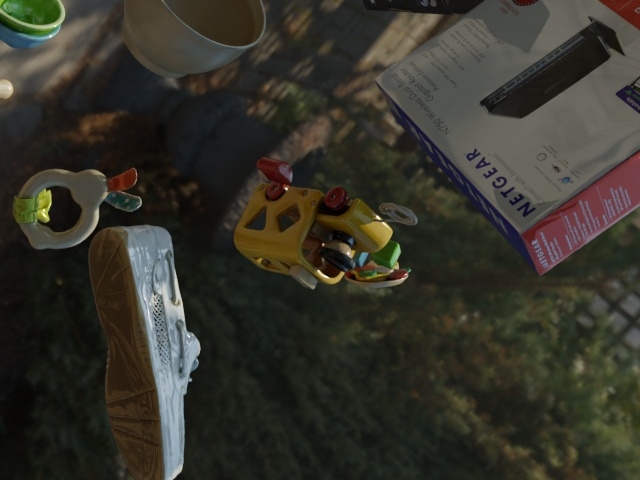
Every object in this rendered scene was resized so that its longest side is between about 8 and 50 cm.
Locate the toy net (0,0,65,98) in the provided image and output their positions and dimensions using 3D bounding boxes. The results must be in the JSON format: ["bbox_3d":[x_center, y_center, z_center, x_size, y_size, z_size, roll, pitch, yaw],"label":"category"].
[{"bbox_3d":[-0.305,-0.157,0.909,0.045,0.122,0.232,-54,-168,39],"label":"toy net"}]

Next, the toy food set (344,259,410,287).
[{"bbox_3d":[0.072,0.041,1.389,0.083,0.082,0.020,-8,104,-27],"label":"toy food set"}]

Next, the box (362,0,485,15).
[{"bbox_3d":[0.120,-0.441,1.461,0.073,0.293,0.295,-42,123,-24],"label":"box"}]

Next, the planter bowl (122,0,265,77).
[{"bbox_3d":[-0.159,-0.254,1.259,0.109,0.162,0.162,-38,176,38],"label":"planter bowl"}]

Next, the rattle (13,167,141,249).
[{"bbox_3d":[-0.377,-0.068,1.747,0.199,0.130,0.143,-28,178,-2],"label":"rattle"}]

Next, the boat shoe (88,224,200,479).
[{"bbox_3d":[-0.167,0.119,1.153,0.098,0.277,0.096,-1,-174,45],"label":"boat shoe"}]

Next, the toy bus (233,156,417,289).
[{"bbox_3d":[-0.005,0.001,1.281,0.202,0.191,0.104,105,11,-75],"label":"toy bus"}]

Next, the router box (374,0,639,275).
[{"bbox_3d":[0.271,-0.164,1.261,0.301,0.335,0.082,-36,136,-1],"label":"router box"}]
